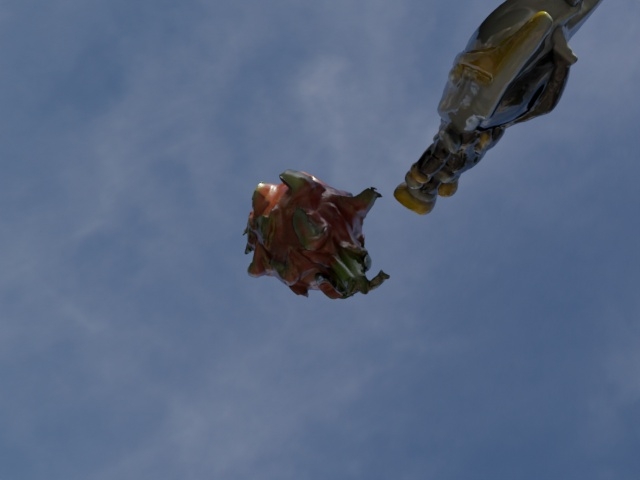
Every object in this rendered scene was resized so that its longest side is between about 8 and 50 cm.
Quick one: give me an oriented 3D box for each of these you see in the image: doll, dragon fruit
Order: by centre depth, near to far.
[{"bbox_3d":[0.174,-0.144,1.030,0.103,0.145,0.316,63,-37,27],"label":"doll"},{"bbox_3d":[0.002,-0.003,1.141,0.236,0.135,0.137,13,-84,58],"label":"dragon fruit"}]
